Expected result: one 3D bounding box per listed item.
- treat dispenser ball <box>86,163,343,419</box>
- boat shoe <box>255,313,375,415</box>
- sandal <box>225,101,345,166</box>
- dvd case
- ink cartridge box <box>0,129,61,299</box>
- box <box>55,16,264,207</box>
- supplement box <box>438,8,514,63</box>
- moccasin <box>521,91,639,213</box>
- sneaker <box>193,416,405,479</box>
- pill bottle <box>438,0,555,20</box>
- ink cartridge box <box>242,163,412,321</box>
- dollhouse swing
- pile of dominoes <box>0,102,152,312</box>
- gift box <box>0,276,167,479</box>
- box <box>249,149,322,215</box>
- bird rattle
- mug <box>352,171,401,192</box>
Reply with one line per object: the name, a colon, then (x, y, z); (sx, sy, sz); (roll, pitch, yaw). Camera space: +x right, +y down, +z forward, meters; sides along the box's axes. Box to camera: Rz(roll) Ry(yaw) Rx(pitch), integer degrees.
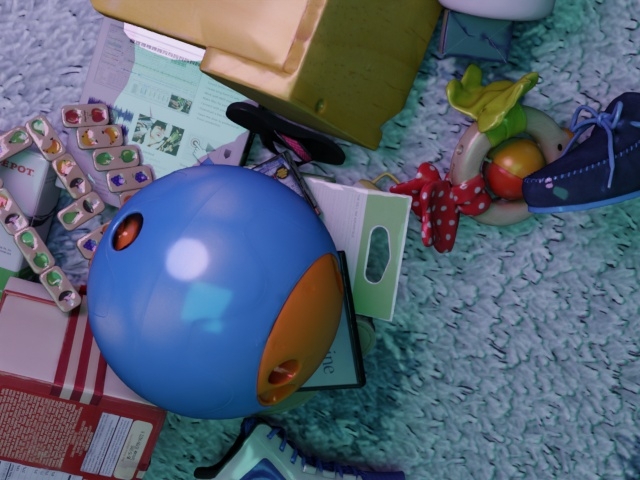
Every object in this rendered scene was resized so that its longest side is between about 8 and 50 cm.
treat dispenser ball: (-0.117, 0.058, 0.927); (0.288, 0.288, 0.288); (0, 100, 3)
boat shoe: (-0.020, 0.166, 1.138); (0.228, 0.068, 0.081); (-34, 112, 17)
sandal: (-0.047, -0.126, 1.060); (0.179, 0.067, 0.040); (21, 70, -33)
dvd case: (-0.073, 0.116, 1.087); (0.253, 0.022, 0.180); (-8, 95, 20)
ink cartridge box: (-0.450, -0.044, 1.111); (0.153, 0.087, 0.208); (21, 102, -1)
box: (-0.196, -0.186, 1.090); (0.232, 0.058, 0.322); (20, 102, -1)
supplement box: (0.197, -0.261, 1.039); (0.083, 0.083, 0.056); (8, 107, 1)
moccasin: (0.381, -0.130, 1.010); (0.342, 0.138, 0.116); (-23, 108, -25)
sneaker: (-0.037, 0.328, 1.130); (0.316, 0.127, 0.182); (-8, 83, -8)
pill bottle: (0.224, -0.400, 0.947); (0.146, 0.146, 0.264); (6, 115, 2)
ink cartridge box: (0.000, 0.000, 1.085); (0.235, 0.056, 0.171); (11, 101, 15)
dollhouse swing: (-0.050, -0.340, 0.997); (0.305, 0.315, 0.346); (21, 92, 31)
pile of dominoes: (-0.299, -0.050, 1.029); (0.196, 0.040, 0.251); (-35, 97, -18)
gift box: (-0.319, 0.223, 1.066); (0.276, 0.258, 0.255); (21, 108, -20)
box: (-0.079, -0.046, 1.054); (0.137, 0.027, 0.094); (-26, 101, 20)
bird rattle: (0.225, -0.092, 1.048); (0.207, 0.143, 0.253); (16, 98, -24)
mug: (0.069, -0.052, 1.106); (0.064, 0.078, 0.062); (46, 142, 3)
